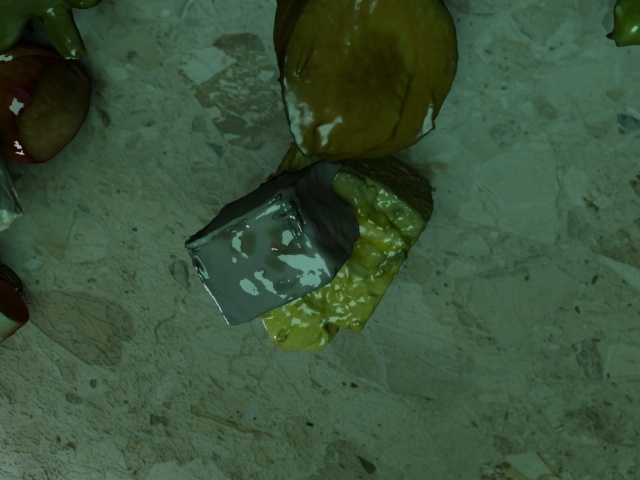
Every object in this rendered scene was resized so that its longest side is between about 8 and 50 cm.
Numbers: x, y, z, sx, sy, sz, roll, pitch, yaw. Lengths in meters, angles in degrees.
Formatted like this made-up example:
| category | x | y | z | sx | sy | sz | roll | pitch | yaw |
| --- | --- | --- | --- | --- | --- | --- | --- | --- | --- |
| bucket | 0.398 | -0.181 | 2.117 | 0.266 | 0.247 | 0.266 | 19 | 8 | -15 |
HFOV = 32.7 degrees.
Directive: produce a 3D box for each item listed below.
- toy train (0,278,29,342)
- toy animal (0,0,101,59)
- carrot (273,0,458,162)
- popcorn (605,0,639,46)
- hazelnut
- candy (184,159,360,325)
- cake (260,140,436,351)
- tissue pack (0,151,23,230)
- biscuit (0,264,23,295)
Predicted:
| category | x | y | z | sx | sy | sz | roll | pitch | yaw |
| --- | --- | --- | --- | --- | --- | --- | --- | --- | --- |
| toy train | -0.603 | 0.144 | 1.743 | 0.285 | 0.116 | 0.177 | -37 | 118 | 15 |
| toy animal | -0.353 | -0.367 | 1.474 | 0.363 | 0.180 | 0.181 | -13 | 149 | 1 |
| carrot | 0.055 | -0.261 | 1.450 | 0.242 | 0.340 | 0.241 | -3 | 122 | -4 |
| popcorn | 0.506 | -0.361 | 1.378 | 0.321 | 0.326 | 0.290 | 4 | 114 | -41 |
| hazelnut | -0.425 | -0.210 | 1.603 | 0.182 | 0.182 | 0.182 | 2 | 110 | 6 |
| candy | -0.052 | -0.001 | 1.373 | 0.185 | 0.195 | 0.137 | -28 | 99 | 21 |
| cake | 0.000 | 0.000 | 1.584 | 0.222 | 0.227 | 0.286 | 32 | 111 | -6 |
| tissue pack | -0.607 | -0.132 | 1.553 | 0.375 | 0.195 | 0.390 | -13 | 97 | 50 |
| biscuit | -0.634 | 0.075 | 1.793 | 0.290 | 0.041 | 0.208 | 2 | 111 | 7 |
